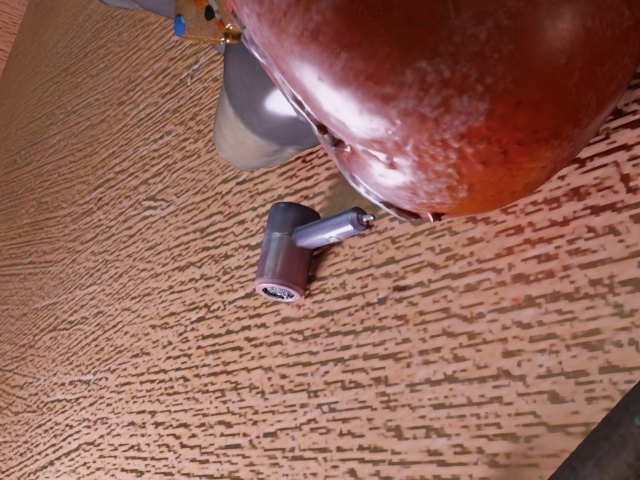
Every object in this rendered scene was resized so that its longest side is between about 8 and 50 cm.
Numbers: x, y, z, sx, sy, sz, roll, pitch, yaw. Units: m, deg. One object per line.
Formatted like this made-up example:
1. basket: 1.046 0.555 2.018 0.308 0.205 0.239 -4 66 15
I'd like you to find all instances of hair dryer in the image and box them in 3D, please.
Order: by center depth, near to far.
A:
1. hair dryer: 0.000 0.000 0.839 0.114 0.037 0.063 -20 52 51

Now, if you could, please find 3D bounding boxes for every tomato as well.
1. tomato: 0.056 -0.126 0.615 0.188 0.232 0.232 -34 27 1

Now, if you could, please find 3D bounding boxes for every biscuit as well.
1. biscuit: -0.056 -0.173 0.792 0.130 0.019 0.119 -49 59 32

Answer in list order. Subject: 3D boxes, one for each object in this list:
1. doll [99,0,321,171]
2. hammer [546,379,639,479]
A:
1. doll: -0.075 -0.222 0.948 0.382 0.252 0.378 -46 29 52
2. hammer: 0.118 0.090 0.502 0.297 0.027 0.125 -52 31 31
